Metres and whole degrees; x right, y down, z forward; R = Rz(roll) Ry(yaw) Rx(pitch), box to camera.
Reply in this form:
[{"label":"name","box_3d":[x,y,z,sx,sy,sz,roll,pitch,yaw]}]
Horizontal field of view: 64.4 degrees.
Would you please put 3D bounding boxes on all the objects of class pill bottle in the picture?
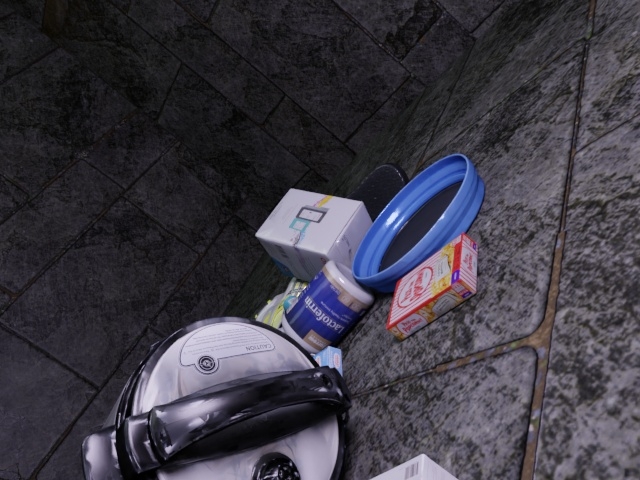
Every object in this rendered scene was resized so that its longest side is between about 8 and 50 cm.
[{"label":"pill bottle","box_3d":[-0.001,0.192,1.274,0.265,0.153,0.153,-50,11,10]}]

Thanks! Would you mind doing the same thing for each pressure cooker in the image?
[{"label":"pressure cooker","box_3d":[-0.162,0.335,0.838,0.420,0.375,0.370,-52,6,41]}]

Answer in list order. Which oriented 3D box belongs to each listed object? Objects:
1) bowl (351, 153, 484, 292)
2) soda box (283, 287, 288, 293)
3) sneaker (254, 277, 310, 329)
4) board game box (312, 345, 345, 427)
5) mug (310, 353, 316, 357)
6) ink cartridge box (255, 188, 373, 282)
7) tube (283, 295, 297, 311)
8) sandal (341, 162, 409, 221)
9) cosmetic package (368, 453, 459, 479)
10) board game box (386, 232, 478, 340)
[{"label":"bowl","box_3d":[0.234,-0.038,1.234,0.391,0.077,0.391,-48,12,14]},{"label":"soda box","box_3d":[-0.127,0.254,1.777,0.263,0.083,0.092,-50,11,9]},{"label":"sneaker","box_3d":[-0.039,0.184,1.602,0.385,0.145,0.147,-51,37,0]},{"label":"board game box","box_3d":[-0.028,0.336,1.060,0.211,0.039,0.160,-43,38,42]},{"label":"mug","box_3d":[0.001,0.296,1.143,0.078,0.064,0.062,-64,35,17]},{"label":"ink cartridge box","box_3d":[0.000,0.000,1.474,0.270,0.198,0.197,15,59,37]},{"label":"tube","box_3d":[-0.038,0.222,1.429,0.080,0.052,0.207,-45,36,-7]},{"label":"sandal","box_3d":[0.138,-0.104,1.765,0.445,0.168,0.107,-35,-7,36]},{"label":"cosmetic package","box_3d":[0.073,0.345,0.608,0.239,0.099,0.060,-45,15,34]},{"label":"board game box","box_3d":[0.217,0.091,0.985,0.193,0.045,0.147,-44,13,36]}]
